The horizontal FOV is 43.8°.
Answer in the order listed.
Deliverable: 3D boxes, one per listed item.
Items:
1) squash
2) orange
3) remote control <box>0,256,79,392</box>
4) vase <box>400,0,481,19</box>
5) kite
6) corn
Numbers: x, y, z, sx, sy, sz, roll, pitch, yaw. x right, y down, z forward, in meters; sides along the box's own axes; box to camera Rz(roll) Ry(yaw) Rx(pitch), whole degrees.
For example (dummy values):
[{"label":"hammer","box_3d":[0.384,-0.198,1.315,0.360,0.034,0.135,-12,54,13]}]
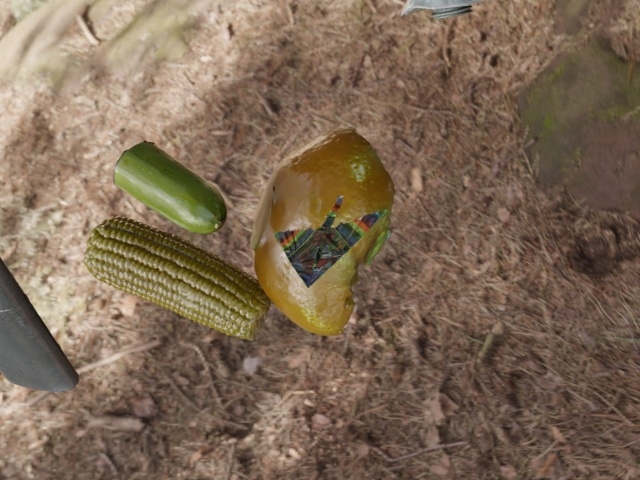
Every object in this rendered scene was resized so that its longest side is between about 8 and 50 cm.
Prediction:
[{"label":"squash","box_3d":[-0.218,-0.070,1.222,0.188,0.095,0.095,34,95,16]},{"label":"orange","box_3d":[-0.002,-0.015,1.265,0.335,0.196,0.262,-64,36,23]},{"label":"remote control","box_3d":[-0.371,0.045,0.850,0.107,0.378,0.044,9,51,19]},{"label":"vase","box_3d":[0.207,-0.630,1.430,0.249,0.250,0.446,-3,108,27]},{"label":"kite","box_3d":[0.000,0.000,0.651,0.122,0.004,0.090,-5,54,42]},{"label":"corn","box_3d":[-0.245,0.065,1.391,0.344,0.131,0.131,24,90,5]}]
